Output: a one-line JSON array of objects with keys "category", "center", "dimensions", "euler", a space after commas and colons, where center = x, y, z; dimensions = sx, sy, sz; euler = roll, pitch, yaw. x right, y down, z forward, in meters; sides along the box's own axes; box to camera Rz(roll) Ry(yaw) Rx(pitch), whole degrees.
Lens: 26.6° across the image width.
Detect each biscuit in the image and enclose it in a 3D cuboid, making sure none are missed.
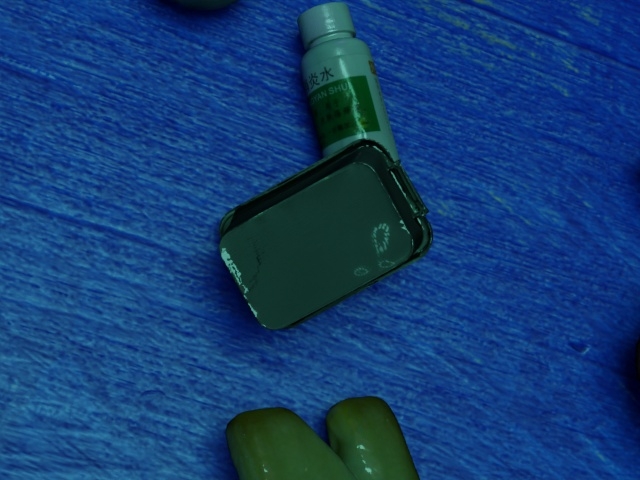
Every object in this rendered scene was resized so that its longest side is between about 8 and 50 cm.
[{"category": "biscuit", "center": [0.031, 0.311, 1.504], "dimensions": [0.237, 0.062, 0.290], "euler": [0, 59, -37]}]

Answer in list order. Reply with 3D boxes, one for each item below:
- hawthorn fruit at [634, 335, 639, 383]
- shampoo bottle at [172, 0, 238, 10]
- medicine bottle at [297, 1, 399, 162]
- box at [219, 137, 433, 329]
[{"category": "hawthorn fruit", "center": [0.559, 0.163, 1.640], "dimensions": [0.330, 0.287, 0.287], "euler": [19, 70, -34]}, {"category": "shampoo bottle", "center": [-0.142, -0.454, 1.677], "dimensions": [0.222, 0.151, 0.349], "euler": [5, 75, -15]}, {"category": "medicine bottle", "center": [0.035, -0.162, 1.674], "dimensions": [0.095, 0.095, 0.260], "euler": [-10, 77, -16]}, {"category": "box", "center": [0.000, 0.000, 1.550], "dimensions": [0.243, 0.135, 0.163], "euler": [-28, 94, 9]}]
